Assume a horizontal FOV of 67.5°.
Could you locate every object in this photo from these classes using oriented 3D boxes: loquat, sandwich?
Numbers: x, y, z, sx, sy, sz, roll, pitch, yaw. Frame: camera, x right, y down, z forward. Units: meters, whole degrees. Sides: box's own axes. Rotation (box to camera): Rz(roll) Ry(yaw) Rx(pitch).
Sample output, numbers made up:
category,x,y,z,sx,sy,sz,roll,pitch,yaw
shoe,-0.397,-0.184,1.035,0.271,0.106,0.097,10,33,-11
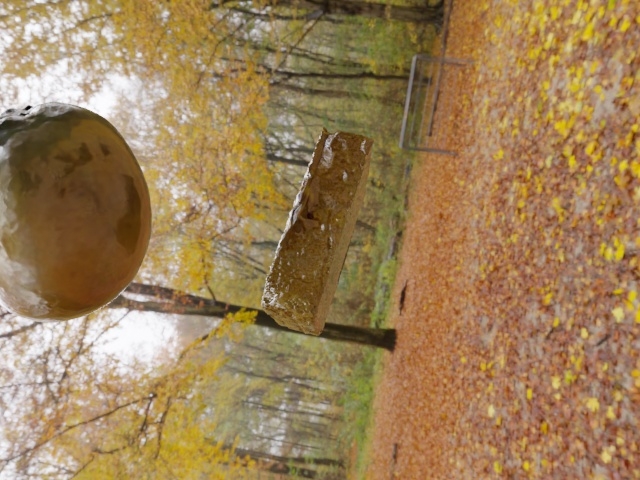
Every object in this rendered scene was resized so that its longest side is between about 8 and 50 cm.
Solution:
category,x,y,z,sx,sy,sz,roll,pitch,yaw
loquat,-0.264,-0.026,0.488,0.179,0.179,0.227,-70,0,-62
sandwich,0.000,0.000,0.569,0.186,0.065,0.215,84,-157,-70
